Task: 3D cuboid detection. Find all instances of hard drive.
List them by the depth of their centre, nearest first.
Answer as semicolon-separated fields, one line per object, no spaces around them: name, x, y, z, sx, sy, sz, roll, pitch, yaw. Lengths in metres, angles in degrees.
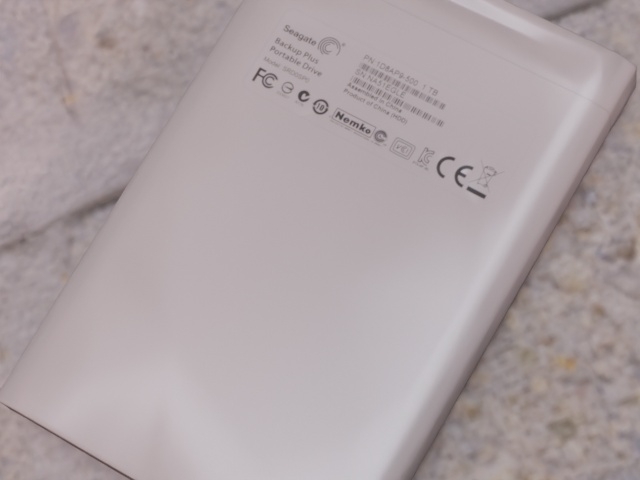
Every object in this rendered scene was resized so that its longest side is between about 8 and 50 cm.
hard drive;0.000;0.000;1.143;0.233;0.047;0.353;28;79;15
